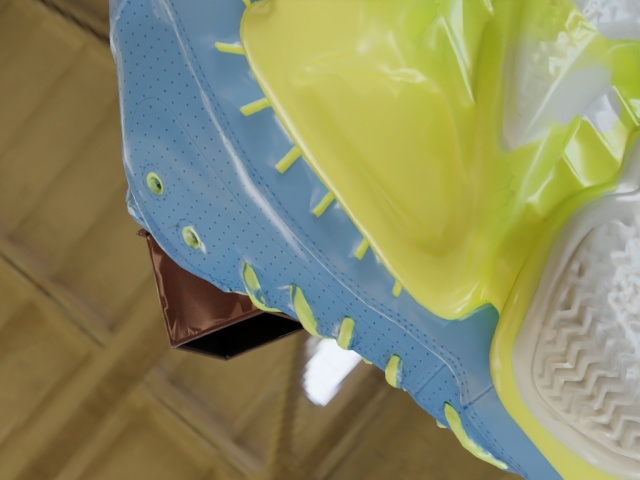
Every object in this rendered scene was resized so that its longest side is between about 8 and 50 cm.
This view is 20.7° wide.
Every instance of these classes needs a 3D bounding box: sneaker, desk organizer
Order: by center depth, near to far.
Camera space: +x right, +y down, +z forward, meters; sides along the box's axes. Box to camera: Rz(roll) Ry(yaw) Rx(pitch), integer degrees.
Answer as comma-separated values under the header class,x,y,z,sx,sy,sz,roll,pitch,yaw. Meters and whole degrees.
class,x,y,z,sx,sy,sz,roll,pitch,yaw
sneaker,0.029,-0.003,0.403,0.091,0.240,0.126,-22,172,-40
desk organizer,0.000,0.000,0.673,0.130,0.047,0.050,-23,-110,22
